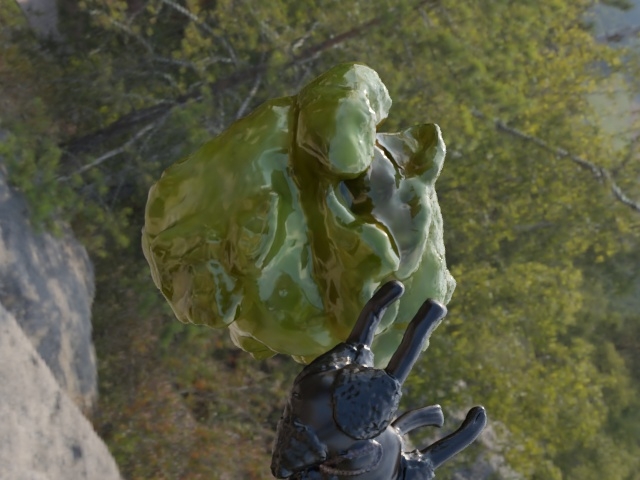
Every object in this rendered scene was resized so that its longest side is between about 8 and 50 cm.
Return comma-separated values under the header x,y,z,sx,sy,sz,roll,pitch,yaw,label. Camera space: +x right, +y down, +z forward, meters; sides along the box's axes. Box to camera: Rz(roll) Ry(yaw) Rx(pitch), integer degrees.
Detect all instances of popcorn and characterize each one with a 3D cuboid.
x,y,z,sx,sy,sz,roll,pitch,yaw,label
0.000,0.000,0.723,0.250,0.242,0.234,47,40,-39,popcorn

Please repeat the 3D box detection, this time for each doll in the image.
x,y,z,sx,sy,sz,roll,pitch,yaw,label
0.019,0.122,0.471,0.165,0.057,0.139,-42,130,-20,doll
